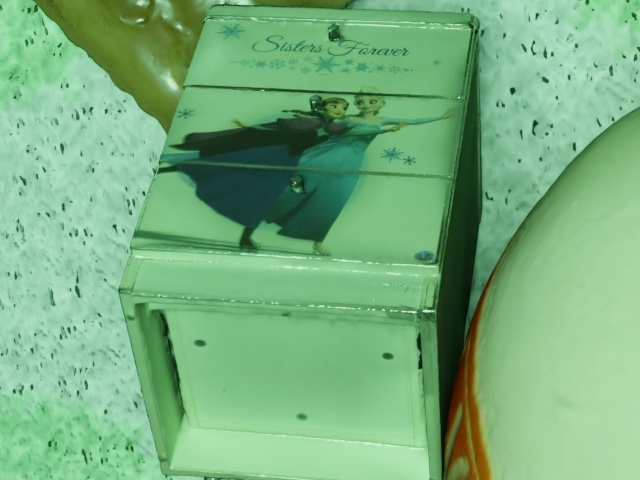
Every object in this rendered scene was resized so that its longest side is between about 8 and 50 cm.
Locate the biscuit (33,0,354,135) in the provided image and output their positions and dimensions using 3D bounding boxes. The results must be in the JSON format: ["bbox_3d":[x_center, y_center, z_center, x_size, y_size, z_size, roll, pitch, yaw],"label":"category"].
[{"bbox_3d":[-0.115,-0.224,0.945,0.325,0.044,0.217,45,108,-3],"label":"biscuit"}]

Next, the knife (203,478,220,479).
[{"bbox_3d":[-0.065,0.148,1.035,0.015,0.028,0.210,10,107,-12],"label":"knife"}]

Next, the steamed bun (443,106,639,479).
[{"bbox_3d":[0.189,0.099,0.818,0.241,0.374,0.374,11,107,30],"label":"steamed bun"}]

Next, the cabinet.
[{"bbox_3d":[0.000,0.000,0.869,0.145,0.206,0.150,3,134,9],"label":"cabinet"}]
